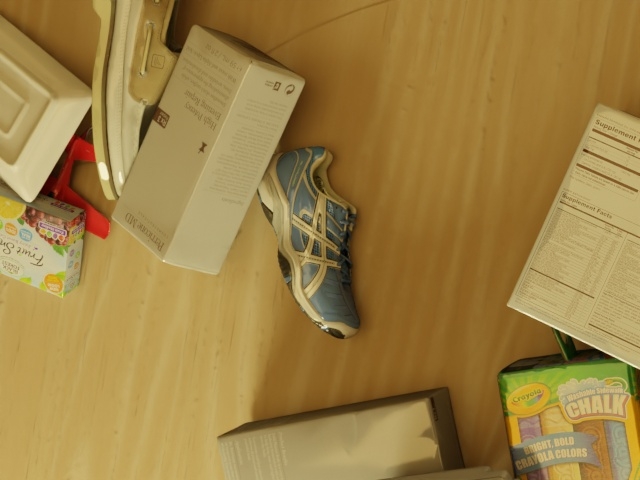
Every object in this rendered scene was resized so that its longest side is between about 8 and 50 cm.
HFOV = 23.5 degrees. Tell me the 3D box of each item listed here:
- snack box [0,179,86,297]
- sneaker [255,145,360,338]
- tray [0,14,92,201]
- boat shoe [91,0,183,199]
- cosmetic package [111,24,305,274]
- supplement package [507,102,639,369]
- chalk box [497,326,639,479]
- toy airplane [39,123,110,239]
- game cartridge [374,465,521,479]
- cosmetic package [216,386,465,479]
[{"bbox_3d":[-0.334,-0.007,1.713,0.141,0.037,0.100,20,122,17],"label":"snack box"},{"bbox_3d":[0.000,0.000,1.599,0.081,0.080,0.211,-23,85,19],"label":"sneaker"},{"bbox_3d":[-0.376,-0.173,1.709,0.270,0.030,0.145,38,103,28],"label":"tray"},{"bbox_3d":[-0.187,-0.188,1.634,0.103,0.113,0.302,2,107,-3],"label":"boat shoe"},{"bbox_3d":[-0.119,-0.094,1.598,0.117,0.085,0.231,36,106,44],"label":"cosmetic package"},{"bbox_3d":[0.297,-0.005,1.443,0.149,0.194,0.203,26,100,15],"label":"supplement package"},{"bbox_3d":[0.255,0.171,1.495,0.132,0.132,0.213,-8,90,18],"label":"chalk box"},{"bbox_3d":[-0.285,-0.067,1.710,0.151,0.028,0.151,4,100,24],"label":"toy airplane"},{"bbox_3d":[0.162,0.349,1.488,0.196,0.060,0.294,-13,117,42],"label":"game cartridge"},{"bbox_3d":[0.025,0.235,1.589,0.238,0.107,0.127,-10,89,15],"label":"cosmetic package"}]
